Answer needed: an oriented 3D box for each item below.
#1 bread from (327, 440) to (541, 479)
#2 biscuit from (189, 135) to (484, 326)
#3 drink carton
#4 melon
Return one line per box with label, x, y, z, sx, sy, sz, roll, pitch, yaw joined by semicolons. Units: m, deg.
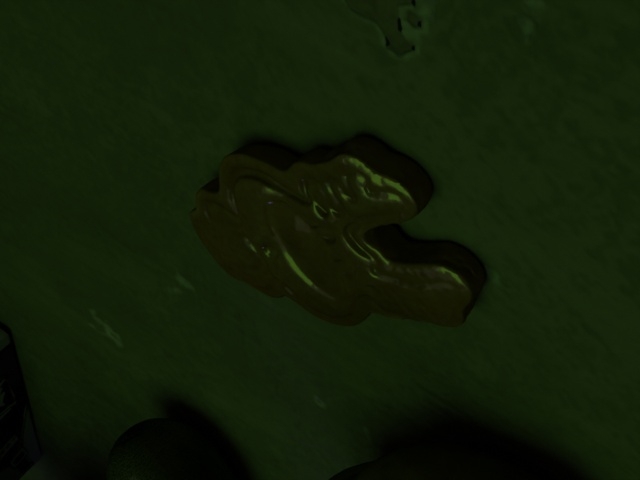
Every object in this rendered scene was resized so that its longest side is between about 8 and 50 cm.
bread;0.095;0.305;1.217;0.300;0.210;0.341;28;145;20
biscuit;-0.002;-0.003;1.121;0.236;0.040;0.144;-4;120;48
drink carton;-0.358;0.170;1.639;0.102;0.134;0.222;28;146;22
melon;-0.122;0.208;1.451;0.131;0.098;0.098;50;149;-21
